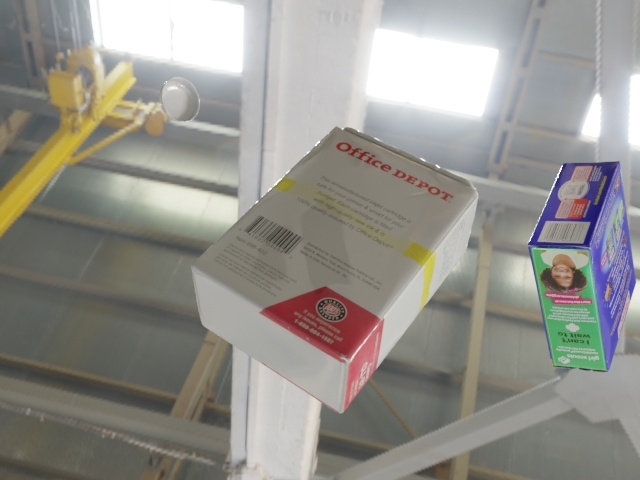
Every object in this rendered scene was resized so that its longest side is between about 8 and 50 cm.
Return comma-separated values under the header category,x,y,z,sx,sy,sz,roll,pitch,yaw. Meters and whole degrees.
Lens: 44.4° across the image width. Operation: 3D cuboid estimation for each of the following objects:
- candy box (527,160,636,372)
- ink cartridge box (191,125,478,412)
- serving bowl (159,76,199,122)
category,x,y,z,sx,sy,sz,roll,pitch,yaw
candy box,0.516,0.050,1.523,0.122,0.317,0.268,2,-140,34
ink cartridge box,0.033,0.028,1.224,0.279,0.160,0.385,29,-125,22
serving bowl,-0.264,-0.257,1.444,0.027,0.083,0.083,-6,-156,47
